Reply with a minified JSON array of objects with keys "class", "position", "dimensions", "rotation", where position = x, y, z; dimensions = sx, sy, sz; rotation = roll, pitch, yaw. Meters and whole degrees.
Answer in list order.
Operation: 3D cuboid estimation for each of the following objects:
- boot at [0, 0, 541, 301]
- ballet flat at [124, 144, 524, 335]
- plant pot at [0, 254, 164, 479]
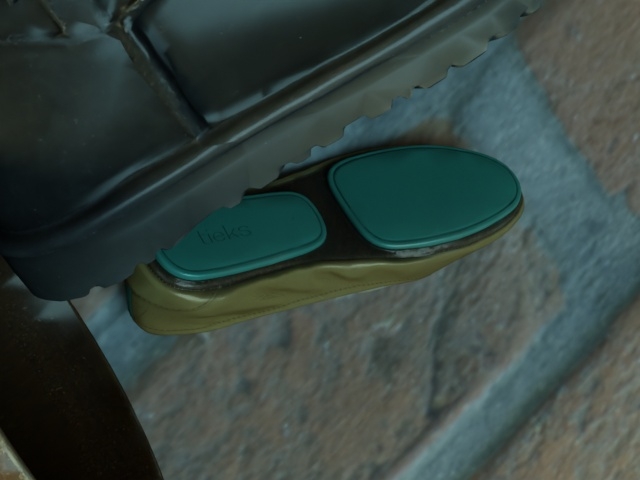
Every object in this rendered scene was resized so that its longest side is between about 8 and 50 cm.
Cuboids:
[{"class":"boot","position":[-0.085,-0.239,0.557],"dimensions":[0.367,0.146,0.445],"rotation":[-39,125,-12]},{"class":"ballet flat","position":[0.000,0.000,0.784],"dimensions":[0.232,0.080,0.073],"rotation":[-10,147,-26]},{"class":"plant pot","position":[-0.213,0.112,0.626],"dimensions":[0.230,0.215,0.215],"rotation":[-30,129,2]}]
